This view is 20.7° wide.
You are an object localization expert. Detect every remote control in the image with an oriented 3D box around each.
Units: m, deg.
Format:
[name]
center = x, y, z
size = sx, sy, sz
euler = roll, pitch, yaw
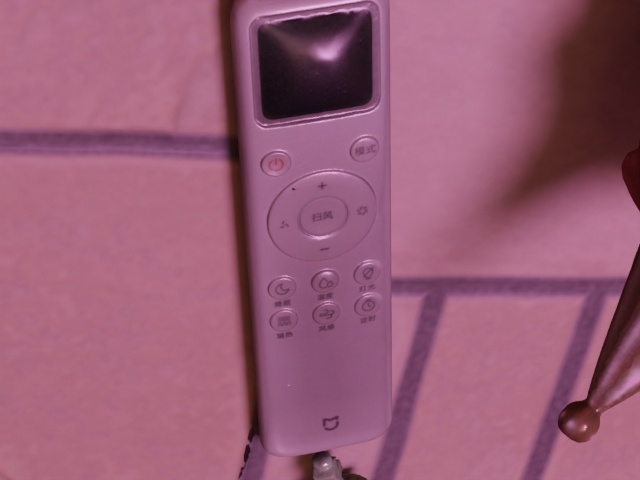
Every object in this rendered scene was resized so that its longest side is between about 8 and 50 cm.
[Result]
[remote control]
center = 0.000, 0.000, 0.781
size = 0.067, 0.029, 0.261
euler = -10, 129, -10

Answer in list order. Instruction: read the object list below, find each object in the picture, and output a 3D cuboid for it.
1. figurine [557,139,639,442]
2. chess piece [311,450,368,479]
[figurine]
center = 0.218, -0.078, 0.716
size = 0.387, 0.166, 0.207
euler = -56, 160, 18
[chess piece]
center = 0.020, 0.163, 0.906
size = 0.059, 0.059, 0.149
euler = -19, 124, -3
